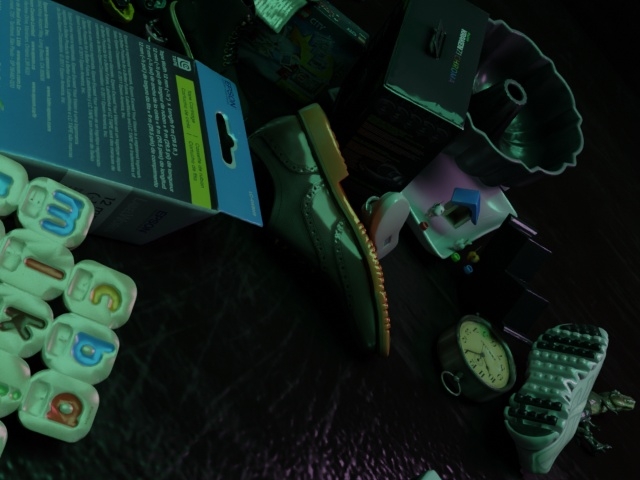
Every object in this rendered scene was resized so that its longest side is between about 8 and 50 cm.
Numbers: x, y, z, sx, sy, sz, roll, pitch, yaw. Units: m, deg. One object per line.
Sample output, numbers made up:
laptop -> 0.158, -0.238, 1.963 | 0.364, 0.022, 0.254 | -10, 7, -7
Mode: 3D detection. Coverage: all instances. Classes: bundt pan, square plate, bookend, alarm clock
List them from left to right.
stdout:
square plate -> 0.189, -0.141, 1.497 | 0.344, 0.049, 0.347 | -21, 76, -53
alarm clock -> 0.226, 0.187, 1.239 | 0.129, 0.064, 0.192 | 56, 33, 7
bundt pan -> 0.306, -0.233, 1.460 | 0.331, 0.124, 0.331 | 17, 56, -28
bookend -> 0.323, 0.062, 1.329 | 0.072, 0.157, 0.156 | 27, 12, -28

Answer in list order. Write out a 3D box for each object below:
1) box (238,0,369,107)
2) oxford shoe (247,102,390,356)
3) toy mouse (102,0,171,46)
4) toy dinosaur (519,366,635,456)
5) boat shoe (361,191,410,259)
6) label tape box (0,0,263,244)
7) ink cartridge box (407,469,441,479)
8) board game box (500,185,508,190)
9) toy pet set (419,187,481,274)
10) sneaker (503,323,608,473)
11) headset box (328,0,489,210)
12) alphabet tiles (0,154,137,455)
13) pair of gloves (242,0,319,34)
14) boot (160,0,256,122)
box -> -0.061, -0.335, 1.305 | 0.233, 0.159, 0.044 | 34, 39, -23
oxford shoe -> 0.000, 0.000, 1.142 | 0.130, 0.132, 0.364 | 88, -18, -84
toy mouse -> -0.254, -0.330, 1.203 | 0.143, 0.031, 0.161 | -14, 70, -51
toy dinosaur -> 0.440, 0.293, 1.387 | 0.268, 0.064, 0.118 | 17, 45, -31
boat shoe -> 0.087, -0.032, 1.208 | 0.066, 0.184, 0.063 | -36, 72, -10
label tape box -> -0.251, -0.131, 0.970 | 0.347, 0.115, 0.249 | 17, 49, -40
ink cartridge box -> 0.126, 0.433, 0.926 | 0.239, 0.060, 0.275 | 55, 36, 4
board game box -> 0.332, -0.274, 1.704 | 0.318, 0.066, 0.318 | 52, 26, 1
toy pet set -> 0.239, -0.029, 1.359 | 0.122, 0.065, 0.114 | 43, 39, -13
sneaker -> 0.372, 0.240, 1.286 | 0.292, 0.110, 0.118 | -44, 132, -39
headset box -> 0.120, -0.217, 1.236 | 0.131, 0.283, 0.246 | 26, 57, -12
alphabet tiles -> -0.313, 0.060, 0.734 | 0.278, 0.021, 0.284 | 27, 63, -27
pair of gloves -> -0.071, -0.447, 1.194 | 0.204, 0.042, 0.240 | -45, 108, -24
boot -> -0.128, -0.274, 1.178 | 0.198, 0.137, 0.077 | 58, 31, -17
